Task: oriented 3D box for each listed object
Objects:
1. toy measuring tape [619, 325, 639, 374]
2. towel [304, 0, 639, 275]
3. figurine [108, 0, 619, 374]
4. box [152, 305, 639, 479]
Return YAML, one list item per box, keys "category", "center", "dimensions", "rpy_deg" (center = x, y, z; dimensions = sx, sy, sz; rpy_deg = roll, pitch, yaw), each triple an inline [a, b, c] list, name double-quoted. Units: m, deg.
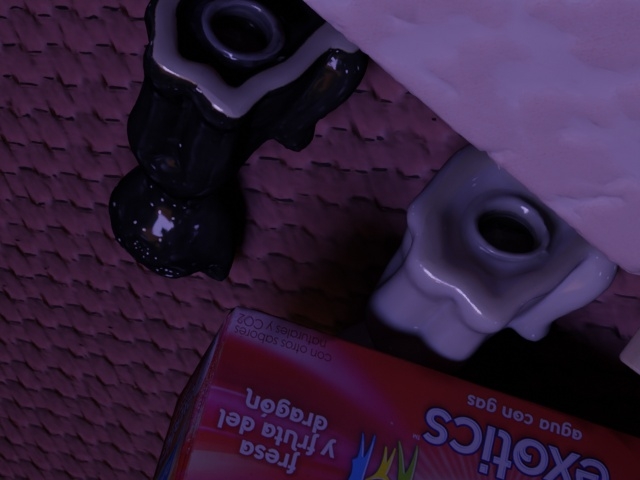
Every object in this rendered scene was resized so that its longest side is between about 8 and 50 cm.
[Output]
- category: "toy measuring tape"
  center: [0.238, 0.117, 0.508]
  dimensions: [0.330, 0.121, 0.121]
  rpy_deg: [36, 141, 1]
- category: "towel"
  center: [0.138, -0.095, 0.409]
  dimensions: [0.317, 0.053, 0.331]
  rpy_deg: [36, 151, -32]
- category: "figurine"
  center: [0.000, 0.000, 0.683]
  dimensions: [0.215, 0.092, 0.209]
  rpy_deg: [38, 149, 3]
- category: "box"
  center: [0.054, 0.138, 0.644]
  dimensions: [0.256, 0.123, 0.128]
  rpy_deg: [19, 154, -8]
